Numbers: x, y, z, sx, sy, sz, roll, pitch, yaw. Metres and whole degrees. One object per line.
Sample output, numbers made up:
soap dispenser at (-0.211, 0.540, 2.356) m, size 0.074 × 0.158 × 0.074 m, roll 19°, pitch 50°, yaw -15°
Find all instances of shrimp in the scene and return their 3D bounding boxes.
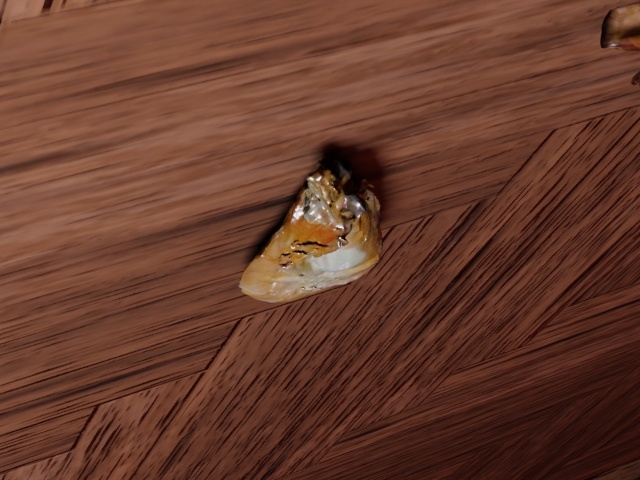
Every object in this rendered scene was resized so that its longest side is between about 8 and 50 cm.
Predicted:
shrimp at (0.000, 0.000, 0.940) m, size 0.091 × 0.043 × 0.184 m, roll -18°, pitch 162°, yaw -14°

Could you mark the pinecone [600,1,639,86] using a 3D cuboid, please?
pinecone at (0.240, -0.093, 0.762) m, size 0.221 × 0.221 × 0.221 m, roll -24°, pitch 162°, yaw -8°
